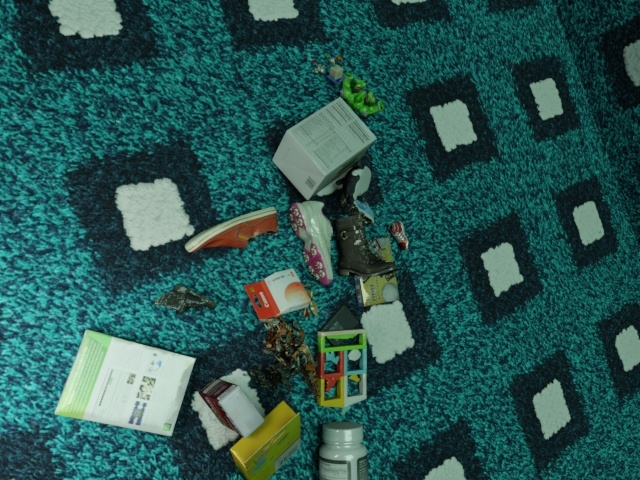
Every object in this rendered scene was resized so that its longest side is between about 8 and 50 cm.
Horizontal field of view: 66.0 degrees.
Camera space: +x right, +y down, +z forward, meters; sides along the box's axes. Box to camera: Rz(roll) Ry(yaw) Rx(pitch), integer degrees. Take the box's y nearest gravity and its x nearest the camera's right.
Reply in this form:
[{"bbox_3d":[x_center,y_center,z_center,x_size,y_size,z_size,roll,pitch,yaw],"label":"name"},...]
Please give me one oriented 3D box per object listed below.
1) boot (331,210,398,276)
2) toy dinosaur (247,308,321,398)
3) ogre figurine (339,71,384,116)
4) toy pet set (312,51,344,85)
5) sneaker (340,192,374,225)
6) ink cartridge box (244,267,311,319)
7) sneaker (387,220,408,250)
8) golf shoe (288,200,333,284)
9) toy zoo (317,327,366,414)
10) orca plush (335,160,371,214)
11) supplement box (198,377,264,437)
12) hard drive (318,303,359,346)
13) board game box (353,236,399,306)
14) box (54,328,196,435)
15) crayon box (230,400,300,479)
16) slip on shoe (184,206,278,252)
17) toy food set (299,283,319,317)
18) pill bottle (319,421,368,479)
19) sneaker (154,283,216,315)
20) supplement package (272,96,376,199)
[{"bbox_3d":[0.146,0.011,1.730,0.091,0.263,0.229,-1,88,-53],"label":"boot"},{"bbox_3d":[-0.098,0.380,1.601,0.322,0.164,0.218,41,47,7],"label":"toy dinosaur"},{"bbox_3d":[0.148,-0.555,1.903,0.197,0.097,0.118,55,51,-22],"label":"ogre figurine"},{"bbox_3d":[0.041,-0.655,1.897,0.122,0.065,0.114,-33,62,-31],"label":"toy pet set"},{"bbox_3d":[0.141,-0.126,1.859,0.162,0.063,0.073,41,47,-19],"label":"sneaker"},{"bbox_3d":[-0.142,0.172,1.625,0.179,0.045,0.145,-10,54,-31],"label":"ink cartridge box"},{"bbox_3d":[0.300,-0.015,1.922,0.067,0.042,0.118,-7,77,-32],"label":"sneaker"},{"bbox_3d":[0.000,0.000,1.728,0.140,0.115,0.306,-21,93,-32],"label":"golf shoe"},{"bbox_3d":[0.076,0.460,1.719,0.192,0.030,0.293,3,86,-31],"label":"toy zoo"},{"bbox_3d":[0.105,-0.191,1.797,0.287,0.102,0.151,-70,150,-44],"label":"orca plush"},{"bbox_3d":[-0.265,0.482,1.436,0.073,0.239,0.130,-37,98,-27],"label":"supplement box"},{"bbox_3d":[0.069,0.307,1.761,0.135,0.022,0.094,-45,103,-25],"label":"hard drive"},{"bbox_3d":[0.202,0.116,1.850,0.165,0.042,0.243,-6,85,-28],"label":"board game box"},{"bbox_3d":[-0.547,0.408,1.409,0.322,0.058,0.232,23,72,-24],"label":"box"},{"bbox_3d":[-0.153,0.600,1.446,0.202,0.318,0.081,-36,61,-28],"label":"crayon box"},{"bbox_3d":[-0.274,-0.020,1.589,0.331,0.123,0.101,-21,96,-33],"label":"slip on shoe"},{"bbox_3d":[-0.053,0.215,1.717,0.078,0.019,0.122,-13,96,-28],"label":"toy food set"},{"bbox_3d":[0.075,0.752,1.613,0.161,0.161,0.283,4,80,-27],"label":"pill bottle"},{"bbox_3d":[-0.414,0.196,1.517,0.170,0.051,0.089,31,69,-15],"label":"sneaker"},{"bbox_3d":[0.011,-0.317,1.710,0.263,0.199,0.198,-39,87,-28],"label":"supplement package"}]
